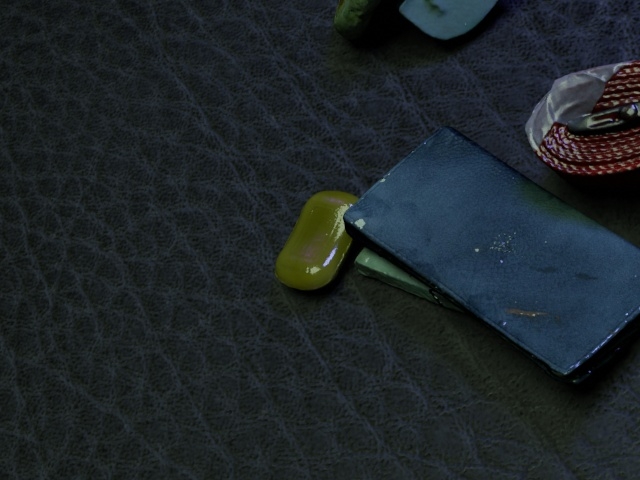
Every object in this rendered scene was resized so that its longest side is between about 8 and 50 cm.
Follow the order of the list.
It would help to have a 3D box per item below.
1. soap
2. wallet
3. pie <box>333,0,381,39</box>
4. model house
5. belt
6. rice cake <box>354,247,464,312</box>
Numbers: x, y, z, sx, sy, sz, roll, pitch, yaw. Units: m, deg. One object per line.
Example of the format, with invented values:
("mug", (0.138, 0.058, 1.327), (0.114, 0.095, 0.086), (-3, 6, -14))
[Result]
("soap", (0.000, 0.001, 1.685), (0.089, 0.045, 0.140), (15, 66, 31))
("wallet", (0.206, 0.009, 1.550), (0.191, 0.046, 0.379), (-39, 50, -16))
("pie", (0.090, -0.376, 1.820), (0.240, 0.054, 0.240), (-57, 8, 13))
("model house", (0.166, -0.349, 1.802), (0.148, 0.119, 0.148), (-54, 16, 17))
("belt", (0.342, -0.122, 1.539), (0.201, 0.124, 0.128), (-9, 76, 29))
("rice cake", (0.120, 0.044, 1.604), (0.180, 0.030, 0.042), (21, 67, 34))
